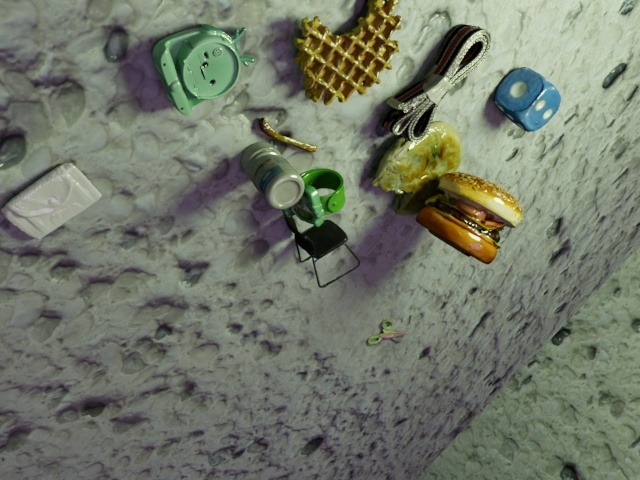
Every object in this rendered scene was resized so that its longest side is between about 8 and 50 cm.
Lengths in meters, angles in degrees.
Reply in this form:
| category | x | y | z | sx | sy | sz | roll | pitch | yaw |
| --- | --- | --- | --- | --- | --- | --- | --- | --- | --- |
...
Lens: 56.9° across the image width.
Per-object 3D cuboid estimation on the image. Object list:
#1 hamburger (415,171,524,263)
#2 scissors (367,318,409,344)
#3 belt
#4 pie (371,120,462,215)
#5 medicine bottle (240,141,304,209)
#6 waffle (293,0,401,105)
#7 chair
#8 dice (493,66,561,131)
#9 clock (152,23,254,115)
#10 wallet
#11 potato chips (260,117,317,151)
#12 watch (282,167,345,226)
| category | x | y | z | sx | sy | sz | roll | pitch | yaw |
| --- | --- | --- | --- | --- | --- | --- | --- | --- | --- |
| hamburger | 0.447 | -0.077 | 1.761 | 0.291 | 0.291 | 0.225 | 25 | 96 | -46 |
| scissors | 0.272 | 0.369 | 2.308 | 0.187 | 0.020 | 0.134 | 18 | 116 | -42 |
| belt | 0.311 | -0.422 | 1.581 | 0.126 | 0.094 | 0.359 | 38 | 98 | -31 |
| pie | 0.304 | -0.221 | 1.773 | 0.337 | 0.075 | 0.338 | -23 | 138 | -22 |
| medicine bottle | -0.118 | -0.159 | 1.446 | 0.105 | 0.168 | 0.105 | -19 | 134 | -21 |
| waffle | 0.069 | -0.455 | 1.406 | 0.292 | 0.069 | 0.260 | -29 | 140 | -16 |
| chair | 0.000 | 0.000 | 1.702 | 0.145 | 0.140 | 0.221 | -32 | 135 | -9 |
| dice | 0.624 | -0.424 | 1.779 | 0.143 | 0.146 | 0.146 | -48 | 139 | 12 |
| clock | -0.238 | -0.374 | 1.249 | 0.210 | 0.066 | 0.159 | -30 | 139 | -12 |
| wallet | -0.580 | -0.081 | 1.279 | 0.183 | 0.032 | 0.124 | -36 | 141 | -6 |
| potato chips | -0.081 | -0.258 | 1.497 | 0.204 | 0.026 | 0.037 | 19 | 99 | -44 |
| watch | -0.020 | -0.135 | 1.584 | 0.152 | 0.165 | 0.131 | -46 | 144 | -31 |
